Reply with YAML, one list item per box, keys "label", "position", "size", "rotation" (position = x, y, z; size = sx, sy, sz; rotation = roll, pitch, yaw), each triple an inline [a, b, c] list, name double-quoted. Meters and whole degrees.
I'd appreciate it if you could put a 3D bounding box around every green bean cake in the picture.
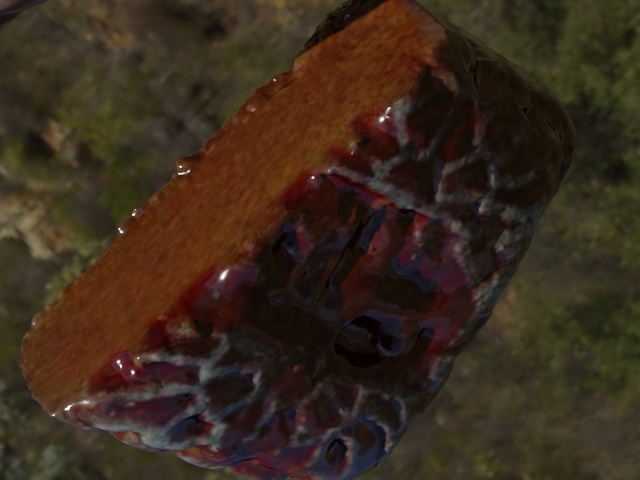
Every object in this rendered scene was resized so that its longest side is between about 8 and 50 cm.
- label: "green bean cake"
  position: [0.000, 0.000, 0.709]
  size: [0.198, 0.233, 0.097]
  rotation: [27, -170, -44]

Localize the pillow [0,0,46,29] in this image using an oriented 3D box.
- label: "pillow"
  position: [-0.162, -0.161, 0.546]
  size: [0.223, 0.236, 0.084]
  rotation: [54, -151, -14]
